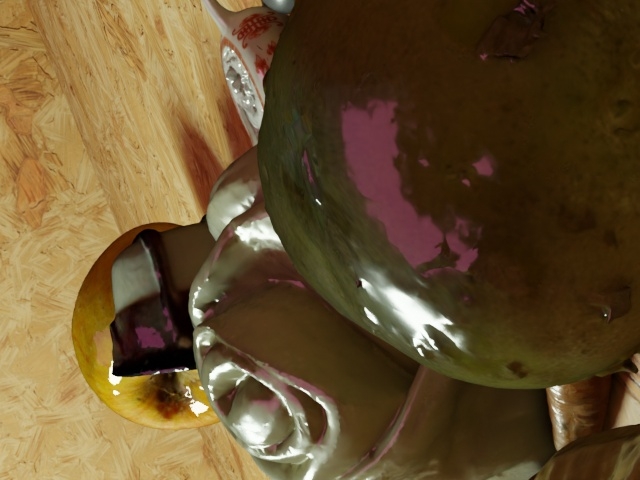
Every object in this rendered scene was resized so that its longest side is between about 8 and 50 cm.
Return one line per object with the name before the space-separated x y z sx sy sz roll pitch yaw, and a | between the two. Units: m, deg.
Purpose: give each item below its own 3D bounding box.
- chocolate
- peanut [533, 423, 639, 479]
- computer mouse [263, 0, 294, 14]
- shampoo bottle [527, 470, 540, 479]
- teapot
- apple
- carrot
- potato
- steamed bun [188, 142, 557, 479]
chocolate | -0.150 0.061 1.706 0.283 0.283 0.186 177 81 -74
peanut | 0.207 0.179 0.809 0.325 0.153 0.140 106 154 -79
computer mouse | -0.031 -0.288 1.129 0.120 0.057 0.232 61 162 20
shampoo bottle | 0.234 0.267 0.984 0.244 0.085 0.085 48 156 50
teapot | -0.047 -0.158 1.282 0.159 0.116 0.246 -159 44 -87
apple | -0.222 0.124 1.987 0.275 0.299 0.299 -94 -6 -52
carrot | 0.187 0.105 0.973 0.061 0.061 0.210 54 165 41
potato | 0.074 -0.055 0.762 0.359 0.219 0.270 2 113 69
steamed bun | 0.023 0.074 1.104 0.342 0.255 0.368 25 137 65
